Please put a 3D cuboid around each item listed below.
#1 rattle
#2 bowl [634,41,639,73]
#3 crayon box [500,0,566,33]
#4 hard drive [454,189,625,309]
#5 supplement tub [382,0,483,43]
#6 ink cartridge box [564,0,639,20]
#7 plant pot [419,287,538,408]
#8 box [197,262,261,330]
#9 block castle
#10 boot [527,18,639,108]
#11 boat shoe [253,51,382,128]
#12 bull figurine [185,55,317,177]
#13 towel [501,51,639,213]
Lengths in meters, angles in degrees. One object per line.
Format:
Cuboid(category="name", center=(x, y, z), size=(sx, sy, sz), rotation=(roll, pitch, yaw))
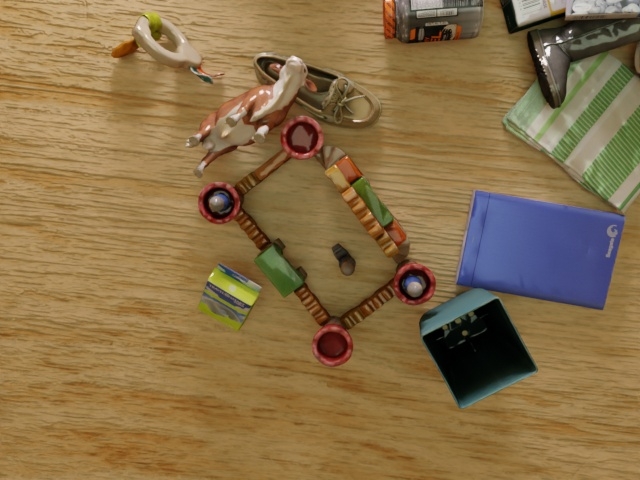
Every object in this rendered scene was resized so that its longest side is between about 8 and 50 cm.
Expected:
Cuboid(category="rattle", center=(-0.325, -0.370, 1.284), size=(0.200, 0.130, 0.143), rotation=(35, 111, -29))
Cuboid(category="bowl", center=(0.685, -0.371, 1.210), size=(0.170, 0.080, 0.170), rotation=(-13, 109, -40))
Cuboid(category="crayon box", center=(0.514, -0.567, 1.204), size=(0.323, 0.083, 0.203), rotation=(-17, 97, 6))
Cuboid(category="hard drive", center=(0.471, 0.020, 1.309), size=(0.319, 0.040, 0.210), rotation=(10, 98, 2))
Cuboid(category="supplement tub", center=(0.223, -0.460, 1.217), size=(0.191, 0.117, 0.116), rotation=(-3, 98, 4))
Cuboid(category="ink cartridge box", center=(0.571, -0.522, 1.124), size=(0.207, 0.045, 0.208), rotation=(3, 97, 16))
Cuboid(category="plant pot", center=(0.304, 0.195, 1.244), size=(0.166, 0.234, 0.165), rotation=(-29, 96, 7))
Cuboid(category="box", center=(-0.198, 0.126, 1.300), size=(0.109, 0.178, 0.042), rotation=(30, 56, -1))
Cuboid(category="block castle", center=(0.000, 0.000, 1.244), size=(0.303, 0.213, 0.453), rotation=(-37, 94, 7))
Cuboid(category="boot", center=(0.536, -0.375, 1.200), size=(0.209, 0.076, 0.189), rotation=(-12, 82, 8))
Cuboid(category="boat shoe", center=(-0.008, -0.310, 1.262), size=(0.285, 0.089, 0.104), rotation=(21, 98, 0))
Cuboid(category="bull figurine", center=(-0.146, -0.242, 1.198), size=(0.310, 0.188, 0.101), rotation=(-27, 111, 38))
Cuboid(category="towel", center=(0.582, -0.245, 1.270), size=(0.325, 0.038, 0.247), rotation=(38, 97, -1))
